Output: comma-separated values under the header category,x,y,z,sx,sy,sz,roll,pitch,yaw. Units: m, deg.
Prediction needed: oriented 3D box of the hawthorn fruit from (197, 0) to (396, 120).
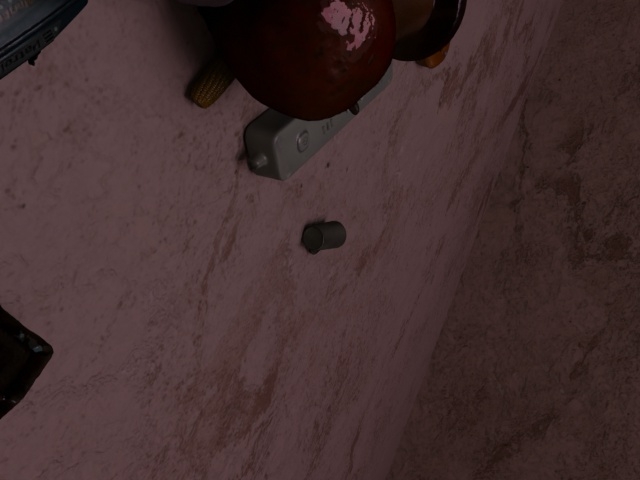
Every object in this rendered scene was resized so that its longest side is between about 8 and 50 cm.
category,x,y,z,sx,sy,sz,roll,pitch,yaw
hawthorn fruit,-0.014,-0.232,0.655,0.215,0.215,0.249,-54,133,-27

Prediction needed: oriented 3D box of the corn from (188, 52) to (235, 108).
category,x,y,z,sx,sy,sz,roll,pitch,yaw
corn,-0.127,-0.201,0.717,0.092,0.037,0.037,-56,153,-17

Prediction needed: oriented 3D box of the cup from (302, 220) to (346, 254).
category,x,y,z,sx,sy,sz,roll,pitch,yaw
cup,-0.001,-0.006,1.124,0.083,0.075,0.054,-10,82,-58

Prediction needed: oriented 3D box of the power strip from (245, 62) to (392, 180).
category,x,y,z,sx,sy,sz,roll,pitch,yaw
power strip,0.007,-0.219,0.939,0.385,0.062,0.091,-49,146,-37

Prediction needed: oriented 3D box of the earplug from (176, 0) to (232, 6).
category,x,y,z,sx,sy,sz,roll,pitch,yaw
earplug,-0.091,-0.387,0.519,0.301,0.173,0.172,-70,156,-14

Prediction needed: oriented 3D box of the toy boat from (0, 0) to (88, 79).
category,x,y,z,sx,sy,sz,roll,pitch,yaw
toy boat,-0.249,-0.160,0.438,0.246,0.093,0.103,-53,144,-29

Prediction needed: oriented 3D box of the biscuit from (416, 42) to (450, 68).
category,x,y,z,sx,sy,sz,roll,pitch,yaw
biscuit,0.256,-0.458,1.258,0.170,0.050,0.170,-43,145,-42

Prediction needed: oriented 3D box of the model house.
category,x,y,z,sx,sy,sz,roll,pitch,yaw
model house,-0.334,0.130,0.517,0.165,0.106,0.152,-33,169,8

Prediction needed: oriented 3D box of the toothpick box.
category,x,y,z,sx,sy,sz,roll,pitch,yaw
toothpick box,0.090,-0.348,0.852,0.294,0.192,0.192,-35,139,-47
